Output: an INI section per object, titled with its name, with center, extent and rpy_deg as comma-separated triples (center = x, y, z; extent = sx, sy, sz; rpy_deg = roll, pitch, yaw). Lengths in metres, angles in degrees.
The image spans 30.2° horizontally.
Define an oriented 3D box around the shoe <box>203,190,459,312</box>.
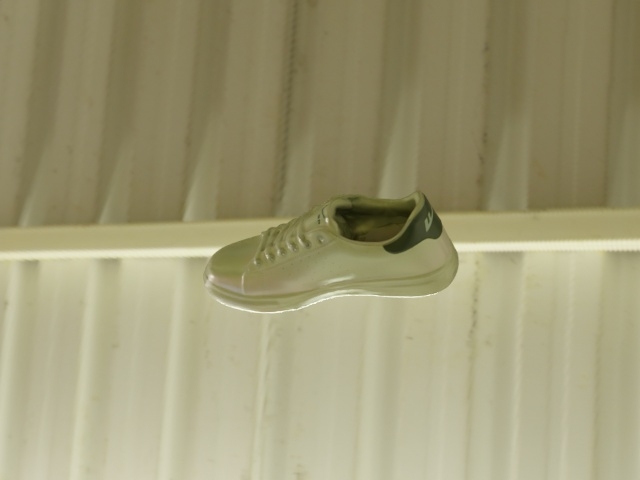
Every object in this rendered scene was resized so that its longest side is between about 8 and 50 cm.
[shoe]
center = 0.000, 0.000, 1.172
extent = 0.265, 0.110, 0.095
rpy_deg = -4, -133, 14
